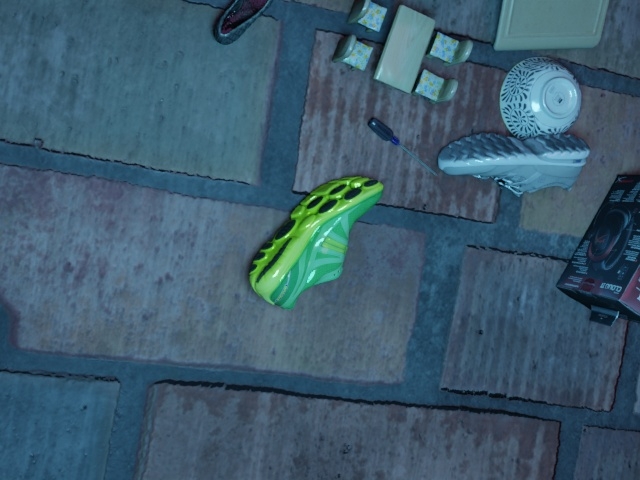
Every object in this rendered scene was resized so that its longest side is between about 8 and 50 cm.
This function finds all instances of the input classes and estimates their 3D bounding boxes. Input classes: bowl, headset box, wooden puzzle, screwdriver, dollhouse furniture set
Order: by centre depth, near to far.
[{"bbox_3d":[0.173,-0.384,1.499,0.212,0.161,0.242,20,89,-16],"label":"dollhouse furniture set"},{"bbox_3d":[0.435,-0.464,1.581,0.220,0.044,0.239,-5,126,-15],"label":"wooden puzzle"},{"bbox_3d":[0.153,-0.171,1.589,0.170,0.025,0.024,37,84,-24],"label":"screwdriver"},{"bbox_3d":[0.589,0.026,1.615,0.110,0.218,0.293,32,85,-15],"label":"headset box"},{"bbox_3d":[0.433,-0.266,1.622,0.170,0.080,0.170,-1,94,-16],"label":"bowl"}]

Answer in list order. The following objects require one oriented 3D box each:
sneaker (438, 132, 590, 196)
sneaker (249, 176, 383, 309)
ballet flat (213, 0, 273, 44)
[{"bbox_3d":[0.357,-0.128,1.598,0.281,0.105,0.115,1,123,-3],"label":"sneaker"},{"bbox_3d":[0.000,0.000,1.526,0.295,0.109,0.123,-44,127,-10],"label":"sneaker"},{"bbox_3d":[-0.120,-0.405,1.475,0.057,0.049,0.173,37,84,-16],"label":"ballet flat"}]
